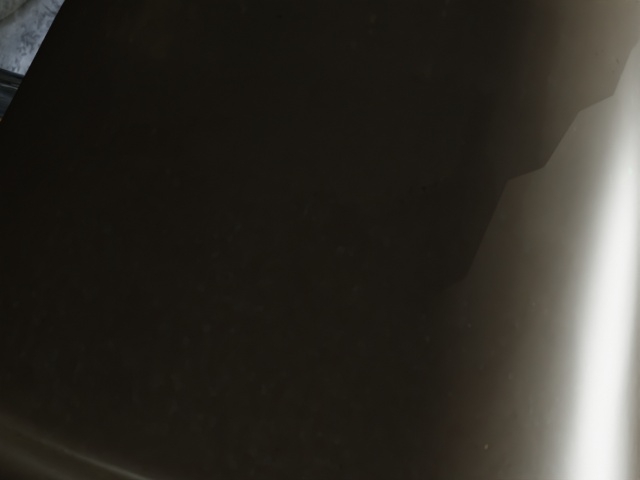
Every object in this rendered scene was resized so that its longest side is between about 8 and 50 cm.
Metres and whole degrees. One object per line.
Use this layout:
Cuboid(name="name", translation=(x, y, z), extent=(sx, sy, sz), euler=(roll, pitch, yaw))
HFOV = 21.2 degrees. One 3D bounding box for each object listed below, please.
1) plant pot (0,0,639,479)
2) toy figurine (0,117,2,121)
Cuboid(name="plant pot", translation=(0.000, 0.000, 0.500), extent=(0.263, 0.229, 0.263), euler=(17, 7, -2))
Cuboid(name="toy figurine", translation=(-0.241, -0.069, 1.169), extent=(0.159, 0.130, 0.173), euler=(0, -6, -40))
